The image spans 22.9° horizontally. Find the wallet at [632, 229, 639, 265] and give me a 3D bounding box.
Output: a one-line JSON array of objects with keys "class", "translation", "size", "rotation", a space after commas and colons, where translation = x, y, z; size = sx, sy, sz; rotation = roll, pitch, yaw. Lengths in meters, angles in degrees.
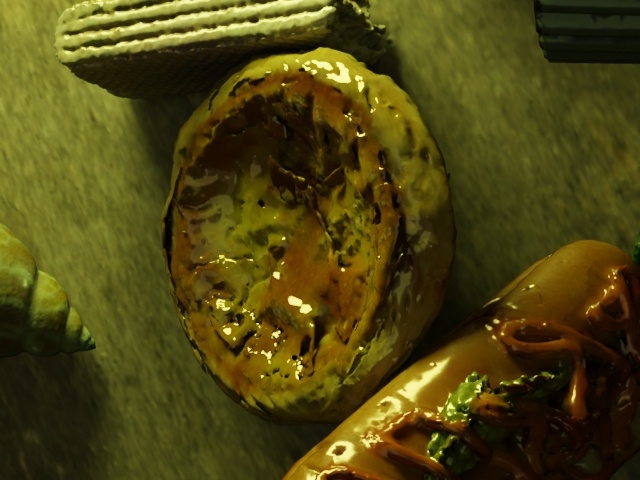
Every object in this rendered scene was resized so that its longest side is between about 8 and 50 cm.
[{"class": "wallet", "translation": [0.325, -0.036, 1.013], "size": [0.055, 0.160, 0.236], "rotation": [47, 155, -25]}]

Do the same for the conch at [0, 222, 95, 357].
[{"class": "conch", "translation": [-0.284, 0.035, 1.308], "size": [0.173, 0.106, 0.116], "rotation": [22, 124, 35]}]

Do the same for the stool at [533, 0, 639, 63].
[{"class": "stool", "translation": [0.320, -0.240, 0.979], "size": [0.330, 0.297, 0.297], "rotation": [8, 97, 14]}]

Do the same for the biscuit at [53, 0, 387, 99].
[{"class": "biscuit", "translation": [-0.077, -0.158, 1.213], "size": [0.239, 0.108, 0.062], "rotation": [-5, 77, 20]}]

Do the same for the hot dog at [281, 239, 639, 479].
[{"class": "hot dog", "translation": [0.121, 0.137, 1.063], "size": [0.117, 0.349, 0.158], "rotation": [2, 122, 58]}]

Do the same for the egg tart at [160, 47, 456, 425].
[{"class": "egg tart", "translation": [0.000, 0.000, 1.166], "size": [0.290, 0.115, 0.290], "rotation": [1, 91, 46]}]
